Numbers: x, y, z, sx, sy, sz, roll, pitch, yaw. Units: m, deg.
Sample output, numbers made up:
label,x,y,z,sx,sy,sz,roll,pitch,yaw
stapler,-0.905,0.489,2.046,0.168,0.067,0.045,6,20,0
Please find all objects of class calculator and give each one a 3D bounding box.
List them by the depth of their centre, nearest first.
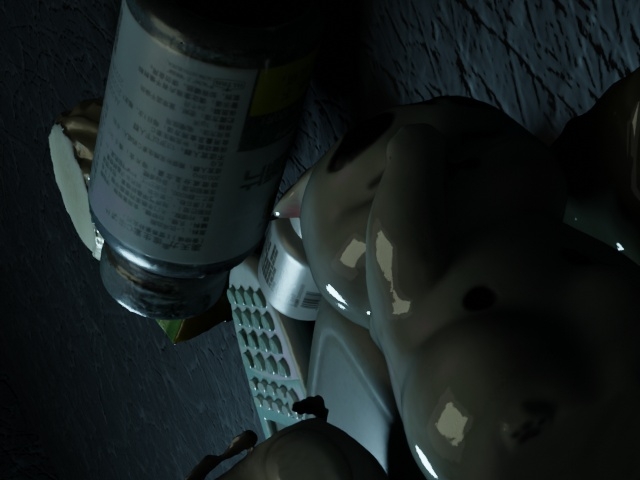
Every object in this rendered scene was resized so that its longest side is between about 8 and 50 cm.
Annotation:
label,x,y,z,sx,sy,sz,roll,pitch,yaw
calculator,-0.022,0.153,1.478,0.184,0.042,0.295,2,110,70

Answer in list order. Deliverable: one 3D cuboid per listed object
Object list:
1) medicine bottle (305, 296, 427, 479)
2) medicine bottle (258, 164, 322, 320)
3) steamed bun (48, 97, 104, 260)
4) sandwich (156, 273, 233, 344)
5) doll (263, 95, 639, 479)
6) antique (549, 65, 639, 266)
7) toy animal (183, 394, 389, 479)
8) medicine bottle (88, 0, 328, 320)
label,x,y,z,sx,sy,sz,roll,pitch,yaw
medicine bottle,0.118,0.195,0.989,0.375,0.123,0.282,55,155,30
medicine bottle,0.000,0.000,1.174,0.079,0.079,0.140,62,160,18
steamed bun,-0.213,-0.068,1.663,0.183,0.106,0.183,52,152,42
sandwich,-0.138,0.031,1.608,0.074,0.074,0.116,44,150,50
doll,0.059,0.018,0.584,0.107,0.110,0.181,92,153,-54
antique,0.150,0.023,0.702,0.150,0.125,0.284,66,161,10
toy animal,0.015,0.263,0.900,0.310,0.182,0.247,55,160,17
medicine bottle,-0.093,-0.073,1.158,0.141,0.141,0.293,55,143,34
